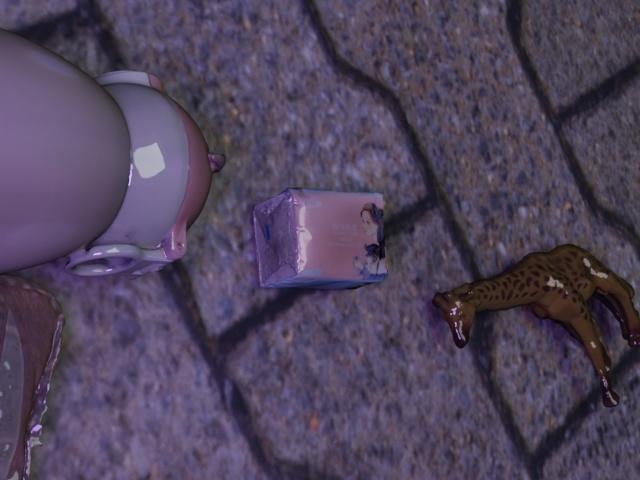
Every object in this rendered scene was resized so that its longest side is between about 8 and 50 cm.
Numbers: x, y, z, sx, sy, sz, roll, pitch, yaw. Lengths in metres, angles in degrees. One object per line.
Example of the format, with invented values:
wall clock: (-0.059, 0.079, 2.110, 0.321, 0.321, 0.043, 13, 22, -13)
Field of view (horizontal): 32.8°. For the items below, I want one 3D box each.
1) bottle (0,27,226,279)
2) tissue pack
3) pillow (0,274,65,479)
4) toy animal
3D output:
bottle: (-0.166, -0.049, 0.663, 0.237, 0.148, 0.147, 5, 75, -47)
tissue pack: (0.000, 0.000, 0.838, 0.094, 0.059, 0.074, 1, 79, -40)
pillow: (-0.223, 0.117, 0.636, 0.135, 0.034, 0.211, 16, 70, -38)
toy animal: (0.211, 0.060, 1.003, 0.276, 0.054, 0.149, 26, 66, -36)
